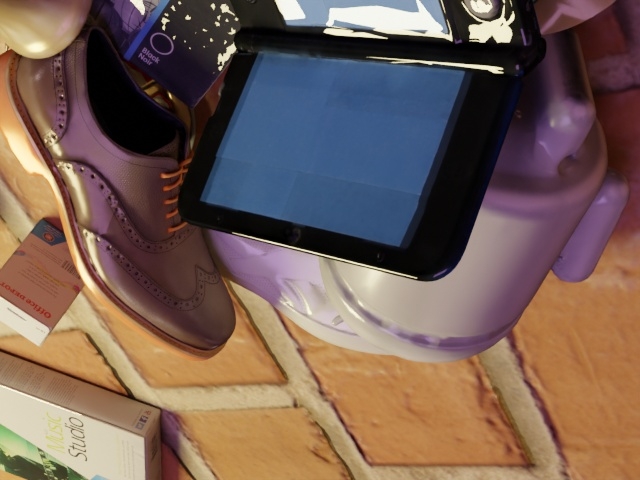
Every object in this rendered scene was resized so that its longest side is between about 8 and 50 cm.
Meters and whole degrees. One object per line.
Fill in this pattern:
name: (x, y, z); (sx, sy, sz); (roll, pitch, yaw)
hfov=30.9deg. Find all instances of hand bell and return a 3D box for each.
hand bell: (-0.311, -0.225, 0.931); (0.126, 0.242, 0.126); (0, 90, 32)

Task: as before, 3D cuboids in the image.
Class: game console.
game console: (-0.009, -0.138, 0.833); (0.293, 0.173, 0.250); (12, 137, 42)

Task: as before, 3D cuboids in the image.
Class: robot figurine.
robot figurine: (0.115, -0.030, 1.000); (0.300, 0.200, 0.353); (13, 137, -9)

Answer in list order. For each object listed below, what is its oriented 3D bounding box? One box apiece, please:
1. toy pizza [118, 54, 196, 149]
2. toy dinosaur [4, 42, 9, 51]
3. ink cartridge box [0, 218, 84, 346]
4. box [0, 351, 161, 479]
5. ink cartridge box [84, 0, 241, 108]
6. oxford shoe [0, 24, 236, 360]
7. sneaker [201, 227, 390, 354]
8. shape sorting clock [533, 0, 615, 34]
toy pizza: (-0.227, -0.127, 1.181); (0.201, 0.032, 0.201); (7, 130, 8)
toy dinosaur: (-0.334, -0.241, 1.130); (0.112, 0.064, 0.211); (33, 137, -3)
ink cartridge box: (-0.330, 0.050, 1.363); (0.088, 0.122, 0.052); (35, 137, -7)
box: (-0.382, 0.276, 1.658); (0.322, 0.058, 0.232); (18, 136, 12)
ink cartridge box: (-0.092, -0.265, 0.984); (0.165, 0.065, 0.332); (37, 136, -8)
oxford shoe: (-0.171, -0.036, 1.111); (0.133, 0.130, 0.364); (-17, 116, 34)
sneaker: (0.000, 0.000, 1.158); (0.292, 0.108, 0.169); (24, 140, 7)
shape sorting clock: (0.148, -0.252, 0.839); (0.206, 0.040, 0.206); (3, 100, 16)
